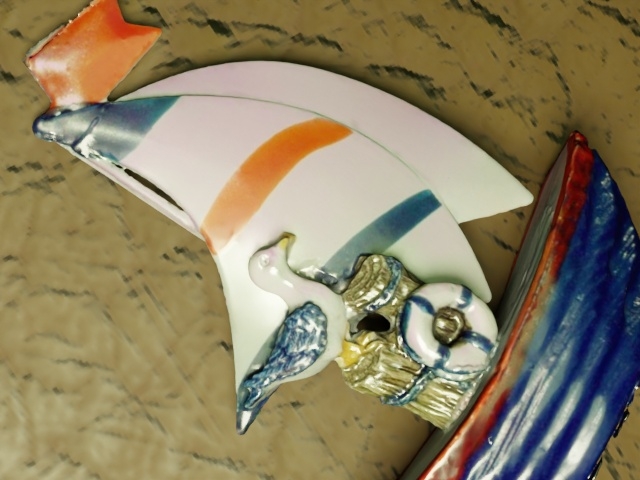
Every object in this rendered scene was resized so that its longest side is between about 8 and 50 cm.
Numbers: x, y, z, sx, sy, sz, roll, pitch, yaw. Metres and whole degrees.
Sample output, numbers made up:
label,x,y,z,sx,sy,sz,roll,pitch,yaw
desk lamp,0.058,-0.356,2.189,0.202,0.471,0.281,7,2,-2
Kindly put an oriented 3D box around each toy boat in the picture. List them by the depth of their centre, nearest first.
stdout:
label,x,y,z,sx,sy,sz,roll,pitch,yaw
toy boat,0.028,-0.007,0.516,0.219,0.072,0.318,-34,84,-14
